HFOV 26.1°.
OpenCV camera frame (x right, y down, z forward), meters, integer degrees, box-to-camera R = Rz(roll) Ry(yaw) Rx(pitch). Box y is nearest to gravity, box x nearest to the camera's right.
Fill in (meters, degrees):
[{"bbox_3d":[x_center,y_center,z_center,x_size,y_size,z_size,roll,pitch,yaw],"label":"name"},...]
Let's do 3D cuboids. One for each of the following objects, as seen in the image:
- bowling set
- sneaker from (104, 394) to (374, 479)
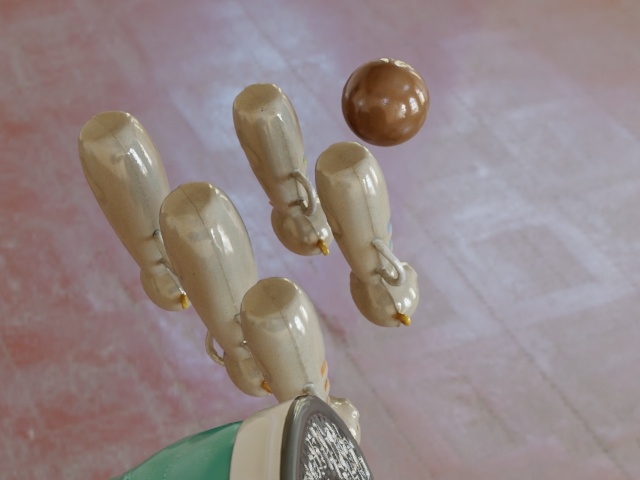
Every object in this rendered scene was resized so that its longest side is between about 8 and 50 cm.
[{"bbox_3d":[0.000,0.000,0.830,0.199,0.154,0.287,-29,40,-13],"label":"bowling set"},{"bbox_3d":[-0.072,0.196,0.446,0.178,0.124,0.296,-20,41,21],"label":"sneaker"}]
